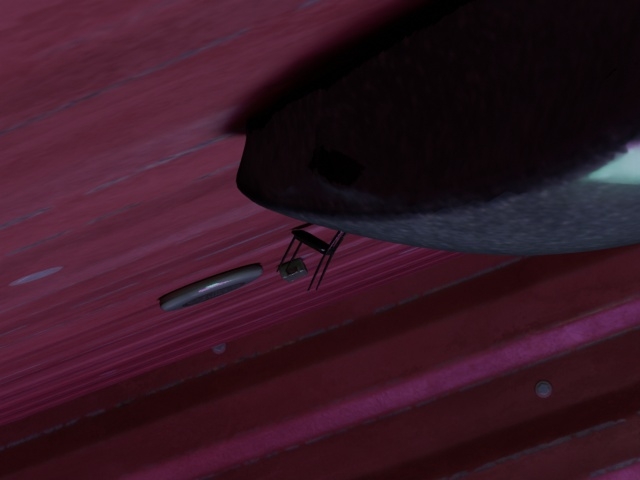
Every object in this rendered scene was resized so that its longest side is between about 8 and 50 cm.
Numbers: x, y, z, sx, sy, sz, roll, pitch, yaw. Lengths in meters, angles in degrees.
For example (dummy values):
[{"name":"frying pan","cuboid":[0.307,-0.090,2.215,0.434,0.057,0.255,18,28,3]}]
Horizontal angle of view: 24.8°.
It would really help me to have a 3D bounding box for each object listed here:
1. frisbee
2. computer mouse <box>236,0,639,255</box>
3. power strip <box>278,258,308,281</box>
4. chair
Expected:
[{"name":"frisbee","cuboid":[-0.108,0.048,1.449,0.110,0.014,0.110,-20,175,-2]},{"name":"computer mouse","cuboid":[0.120,-0.054,0.578,0.203,0.114,0.374,-17,176,-43]},{"name":"power strip","cuboid":[-0.029,0.033,1.596,0.027,0.017,0.083,-19,175,1]},{"name":"chair","cuboid":[-0.001,-0.002,1.227,0.086,0.042,0.037,-57,169,10]}]
